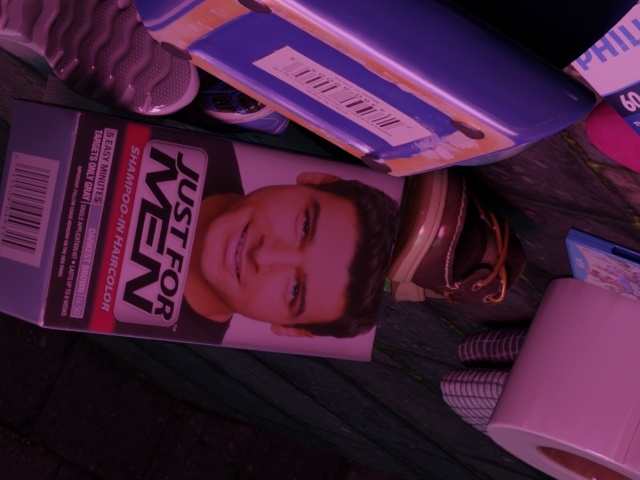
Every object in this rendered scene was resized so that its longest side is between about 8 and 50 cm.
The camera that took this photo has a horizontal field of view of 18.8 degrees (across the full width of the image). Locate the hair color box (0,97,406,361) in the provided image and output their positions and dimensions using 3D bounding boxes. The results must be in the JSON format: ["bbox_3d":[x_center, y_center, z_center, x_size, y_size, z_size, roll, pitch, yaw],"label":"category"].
[{"bbox_3d":[-0.107,-0.004,1.747,0.374,0.185,0.113,9,-177,-41],"label":"hair color box"}]

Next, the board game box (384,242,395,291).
[{"bbox_3d":[0.000,0.000,2.173,0.211,0.039,0.160,15,164,42],"label":"board game box"}]

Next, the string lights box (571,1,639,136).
[{"bbox_3d":[0.271,-0.064,1.094,0.259,0.077,0.133,45,147,-16],"label":"string lights box"}]

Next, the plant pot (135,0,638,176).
[{"bbox_3d":[0.045,-0.166,1.003,0.236,0.212,0.236,29,166,-17],"label":"plant pot"}]

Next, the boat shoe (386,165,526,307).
[{"bbox_3d":[0.131,0.001,1.780,0.123,0.123,0.342,12,167,4],"label":"boat shoe"}]

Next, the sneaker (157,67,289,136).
[{"bbox_3d":[-0.122,-0.134,1.758,0.211,0.080,0.081,18,164,30],"label":"sneaker"}]

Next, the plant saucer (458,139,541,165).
[{"bbox_3d":[0.030,-0.128,1.527,0.317,0.044,0.317,20,171,3],"label":"plant saucer"}]

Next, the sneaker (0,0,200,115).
[{"bbox_3d":[-0.208,-0.187,1.716,0.281,0.105,0.115,30,-179,27],"label":"sneaker"}]

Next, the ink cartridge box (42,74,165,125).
[{"bbox_3d":[-0.218,-0.115,1.914,0.090,0.143,0.092,-4,154,30],"label":"ink cartridge box"}]

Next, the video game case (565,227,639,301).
[{"bbox_3d":[0.311,0.041,1.797,0.166,0.015,0.119,21,167,18],"label":"video game case"}]

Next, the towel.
[{"bbox_3d":[0.306,0.195,2.220,0.283,0.121,0.235,30,165,-16],"label":"towel"}]

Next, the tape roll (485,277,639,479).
[{"bbox_3d":[0.310,0.164,1.951,0.246,0.169,0.246,24,167,6],"label":"tape roll"}]

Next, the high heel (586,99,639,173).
[{"bbox_3d":[0.266,-0.079,1.210,0.244,0.082,0.117,11,172,32],"label":"high heel"}]
